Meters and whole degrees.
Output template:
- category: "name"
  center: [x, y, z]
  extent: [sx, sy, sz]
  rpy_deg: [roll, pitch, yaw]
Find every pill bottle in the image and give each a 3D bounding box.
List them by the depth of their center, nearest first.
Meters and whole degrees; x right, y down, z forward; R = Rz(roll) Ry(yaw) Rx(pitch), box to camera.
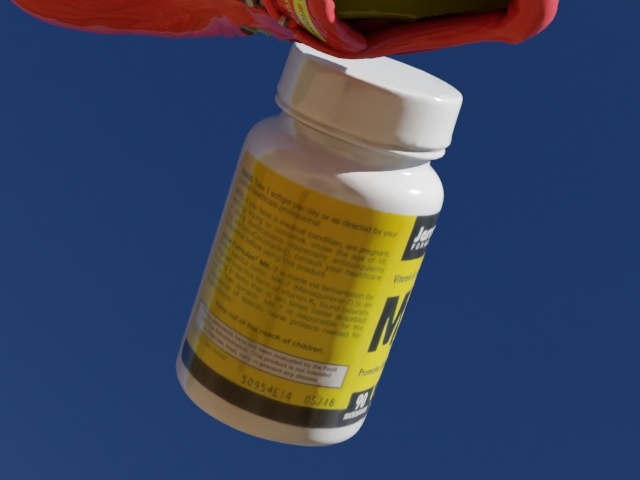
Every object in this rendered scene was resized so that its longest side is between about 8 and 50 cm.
- category: "pill bottle"
  center: [0.000, 0.000, 0.733]
  extent: [0.119, 0.119, 0.208]
  rpy_deg: [22, -72, 12]

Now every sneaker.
- category: "sneaker"
  center: [-0.018, -0.136, 0.609]
  extent: [0.279, 0.118, 0.107]
  rpy_deg: [-2, -60, -3]
